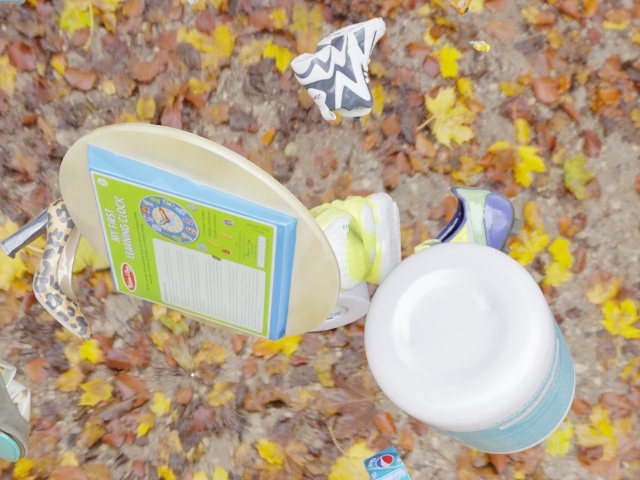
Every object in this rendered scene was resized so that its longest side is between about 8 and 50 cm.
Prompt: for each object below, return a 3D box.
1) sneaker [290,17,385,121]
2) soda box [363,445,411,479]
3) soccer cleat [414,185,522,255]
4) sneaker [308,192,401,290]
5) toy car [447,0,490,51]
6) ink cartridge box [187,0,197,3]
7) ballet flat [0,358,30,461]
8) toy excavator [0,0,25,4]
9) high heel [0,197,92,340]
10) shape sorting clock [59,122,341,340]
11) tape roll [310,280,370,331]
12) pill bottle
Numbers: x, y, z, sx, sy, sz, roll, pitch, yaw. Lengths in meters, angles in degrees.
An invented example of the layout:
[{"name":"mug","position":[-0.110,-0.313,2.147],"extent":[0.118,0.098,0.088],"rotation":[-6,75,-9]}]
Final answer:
[{"name":"sneaker","position":[0.058,-0.300,1.406],"extent":[0.235,0.094,0.153],"rotation":[-46,121,-43]},{"name":"soda box","position":[0.154,0.499,1.463],"extent":[0.067,0.071,0.210],"rotation":[-25,110,-5]},{"name":"soccer cleat","position":[0.169,0.057,1.079],"extent":[0.121,0.093,0.289],"rotation":[20,106,-13]},{"name":"sneaker","position":[0.000,0.000,0.740],"extent":[0.126,0.240,0.091],"rotation":[-2,90,19]},{"name":"toy car","position":[0.252,-0.377,1.290],"extent":[0.040,0.060,0.122],"rotation":[-17,70,-45]},{"name":"ink cartridge box","position":[-0.191,-0.465,1.287],"extent":[0.052,0.122,0.088],"rotation":[40,60,-7]},{"name":"ballet flat","position":[-0.312,0.158,0.750],"extent":[0.072,0.213,0.068],"rotation":[24,61,7]},{"name":"toy excavator","position":[-0.264,-0.223,0.367],"extent":[0.445,0.433,0.222],"rotation":[-1,46,-19]},{"name":"high heel","position":[-0.469,0.047,1.497],"extent":[0.186,0.093,0.261],"rotation":[-37,87,-9]},{"name":"shape sorting clock","position":[-0.083,0.000,0.528],"extent":[0.206,0.206,0.040],"rotation":[24,54,-5]},{"name":"tape roll","position":[0.002,0.139,1.775],"extent":[0.219,0.219,0.072],"rotation":[-6,64,-10]},{"name":"pill bottle","position":[0.146,0.110,0.692],"extent":[0.146,0.264,0.146],"rotation":[-9,65,21]}]
